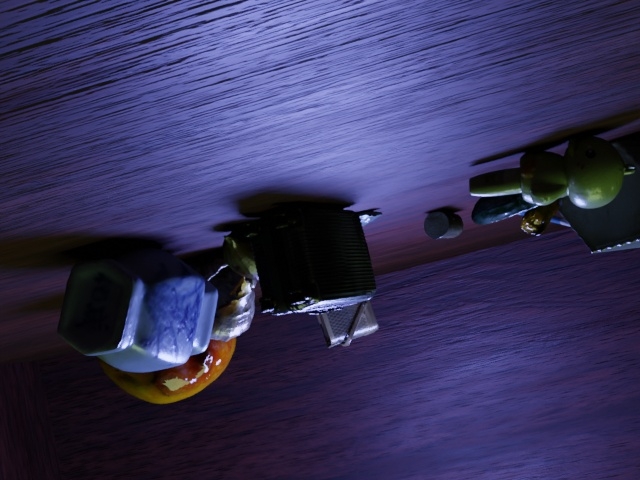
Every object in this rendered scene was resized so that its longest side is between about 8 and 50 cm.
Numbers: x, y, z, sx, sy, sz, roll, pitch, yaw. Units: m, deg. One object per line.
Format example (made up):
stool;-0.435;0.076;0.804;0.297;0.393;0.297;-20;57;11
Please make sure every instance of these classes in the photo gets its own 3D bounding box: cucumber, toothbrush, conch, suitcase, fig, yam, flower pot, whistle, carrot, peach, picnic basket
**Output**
cucumber;0.408;-0.092;2.200;0.115;0.063;0.244;-38;-174;-35
toothbrush;0.526;-0.048;2.241;0.025;0.019;0.276;-25;-157;-24
conch;-0.242;0.110;2.295;0.210;0.159;0.291;-1;125;-34
suitcase;-0.014;0.039;1.925;0.128;0.202;0.312;-17;172;27
fig;-0.141;0.018;1.951;0.109;0.103;0.155;9;167;22
yam;0.303;-0.039;2.457;0.068;0.068;0.169;-16;176;20
flower pot;0.626;-0.091;2.044;0.190;0.239;0.209;-6;142;-43
whistle;0.425;-0.130;1.845;0.294;0.141;0.141;4;174;5
carrot;0.497;-0.079;2.206;0.070;0.070;0.260;-17;-168;31
peach;-0.384;0.259;2.518;0.373;0.289;0.372;25;-172;-4
picnic basket;0.052;0.162;2.787;0.139;0.266;0.165;-18;171;-7

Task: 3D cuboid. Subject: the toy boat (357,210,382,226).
toy boat;0.000;0.000;2.190;0.282;0.096;0.206;-28;155;29

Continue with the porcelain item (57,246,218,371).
porcelain item;-0.337;0.134;1.932;0.179;0.242;0.405;11;177;15
